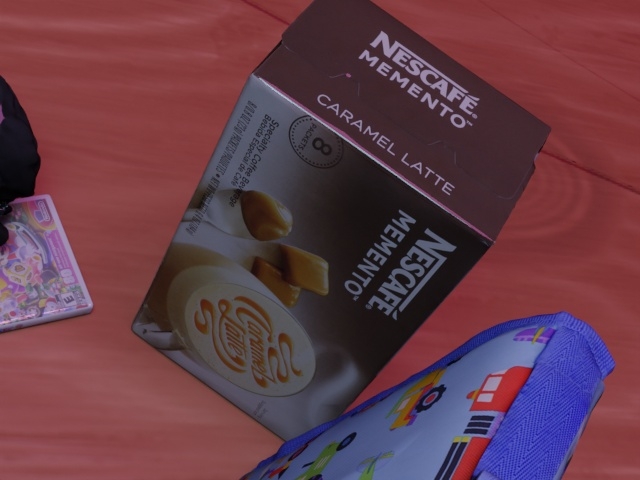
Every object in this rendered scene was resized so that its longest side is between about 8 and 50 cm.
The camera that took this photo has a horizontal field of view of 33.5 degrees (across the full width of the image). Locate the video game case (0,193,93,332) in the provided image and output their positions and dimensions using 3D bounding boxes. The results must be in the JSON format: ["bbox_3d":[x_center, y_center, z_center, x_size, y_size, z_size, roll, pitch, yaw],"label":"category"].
[{"bbox_3d":[-0.209,0.018,0.641,0.122,0.011,0.087,-12,63,-32],"label":"video game case"}]

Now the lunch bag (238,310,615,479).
[{"bbox_3d":[0.008,0.157,0.461,0.138,0.293,0.221,39,50,4],"label":"lunch bag"}]

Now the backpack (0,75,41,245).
[{"bbox_3d":[-0.267,-0.060,0.591,0.182,0.115,0.152,-24,61,-35],"label":"backpack"}]

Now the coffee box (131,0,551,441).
[{"bbox_3d":[0.000,0.000,0.600,0.141,0.246,0.098,35,49,0],"label":"coffee box"}]
